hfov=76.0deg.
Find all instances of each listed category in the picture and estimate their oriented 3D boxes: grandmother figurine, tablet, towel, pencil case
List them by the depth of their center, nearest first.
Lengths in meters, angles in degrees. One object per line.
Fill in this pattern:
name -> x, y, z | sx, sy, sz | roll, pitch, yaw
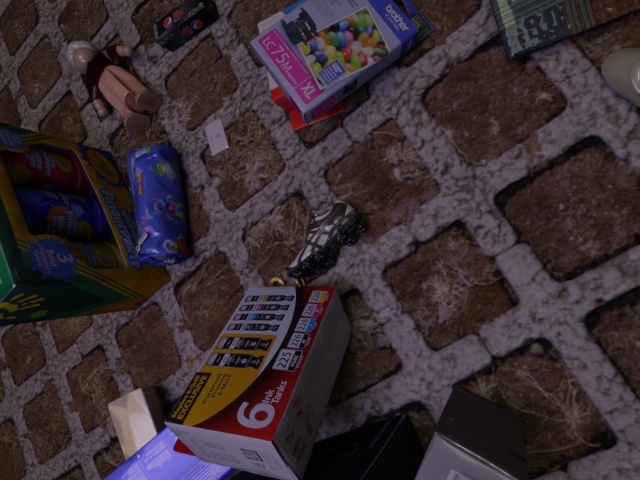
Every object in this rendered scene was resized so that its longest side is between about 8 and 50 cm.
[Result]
towel -> 0.386, -0.517, 0.652 | 0.272, 0.040, 0.370 | -16, 94, 21
pencil case -> -0.401, -0.084, 1.003 | 0.119, 0.133, 0.306 | -14, 80, 28
tablet -> -0.257, -0.255, 1.013 | 0.054, 0.006, 0.083 | -22, 78, 22
grandmother figurine -> -0.582, -0.449, 1.129 | 0.342, 0.104, 0.207 | 39, 95, 19

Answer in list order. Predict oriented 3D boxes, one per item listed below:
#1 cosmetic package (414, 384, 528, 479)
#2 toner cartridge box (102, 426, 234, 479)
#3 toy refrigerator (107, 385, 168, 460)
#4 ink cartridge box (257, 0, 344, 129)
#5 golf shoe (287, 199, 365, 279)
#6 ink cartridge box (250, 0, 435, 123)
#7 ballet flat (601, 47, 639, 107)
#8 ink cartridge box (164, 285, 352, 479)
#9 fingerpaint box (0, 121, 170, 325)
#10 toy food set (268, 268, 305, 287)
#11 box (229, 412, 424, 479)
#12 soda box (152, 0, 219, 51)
cosmetic package -> 0.232, 0.320, 0.622 | 0.127, 0.238, 0.107 | 23, 100, 22
toner cartridge box -> -0.335, 0.513, 0.874 | 0.348, 0.075, 0.165 | -38, 78, -12
toy refrigerator -> -0.404, 0.494, 0.971 | 0.094, 0.102, 0.269 | -25, 75, -9
ink cartridge box -> -0.041, -0.372, 0.876 | 0.134, 0.078, 0.231 | -15, 81, 23
golf shoe -> 0.000, 0.000, 0.848 | 0.198, 0.077, 0.094 | -41, 57, 14
ink cartridge box -> 0.045, -0.391, 0.784 | 0.311, 0.065, 0.185 | -35, 82, -1
ballet flat -> 0.531, -0.214, 0.594 | 0.086, 0.086, 0.248 | -48, 69, 15
ink cartridge box -> -0.120, 0.234, 0.752 | 0.272, 0.309, 0.130 | -4, 126, 25
fingerpaint box -> -0.626, -0.046, 0.975 | 0.163, 0.371, 0.444 | -37, 72, 19
toy food set -> -0.070, 0.102, 0.896 | 0.082, 0.020, 0.083 | -40, 71, 18
box -> -0.016, 0.497, 0.697 | 0.396, 0.293, 0.212 | -29, 76, 22
soda box -> -0.343, -0.554, 1.041 | 0.169, 0.060, 0.053 | -21, 80, 22
